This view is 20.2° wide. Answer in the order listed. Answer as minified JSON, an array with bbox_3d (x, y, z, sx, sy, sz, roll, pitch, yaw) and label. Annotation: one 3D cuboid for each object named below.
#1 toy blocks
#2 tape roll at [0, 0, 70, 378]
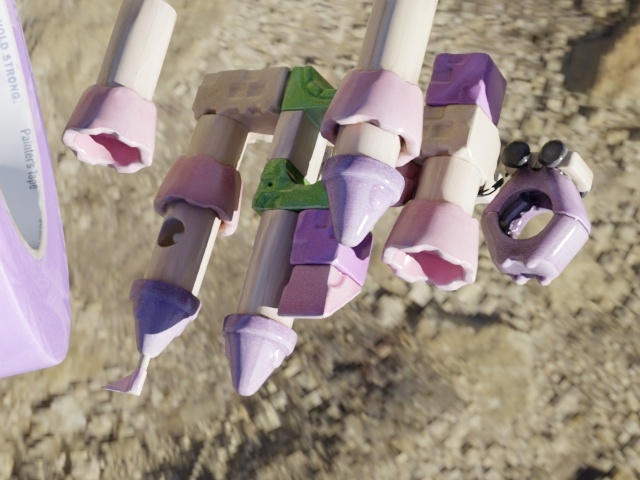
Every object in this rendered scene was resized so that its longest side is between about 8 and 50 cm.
[{"bbox_3d":[0.000,0.000,1.288,0.309,0.289,0.260,41,56,-49],"label":"toy blocks"},{"bbox_3d":[-0.175,-0.074,0.710,0.090,0.275,0.274,-14,101,-1],"label":"tape roll"}]
